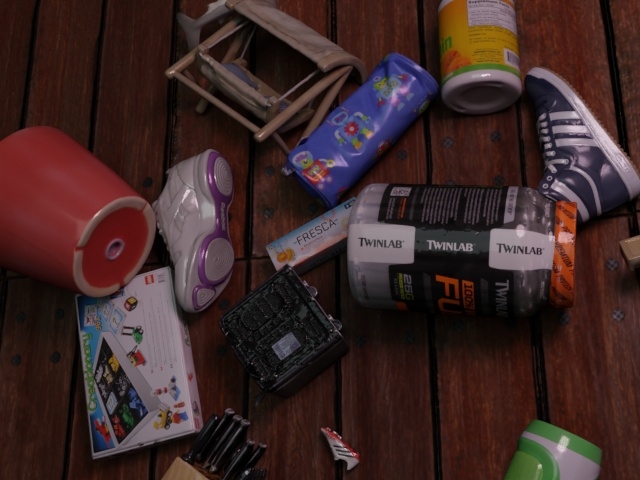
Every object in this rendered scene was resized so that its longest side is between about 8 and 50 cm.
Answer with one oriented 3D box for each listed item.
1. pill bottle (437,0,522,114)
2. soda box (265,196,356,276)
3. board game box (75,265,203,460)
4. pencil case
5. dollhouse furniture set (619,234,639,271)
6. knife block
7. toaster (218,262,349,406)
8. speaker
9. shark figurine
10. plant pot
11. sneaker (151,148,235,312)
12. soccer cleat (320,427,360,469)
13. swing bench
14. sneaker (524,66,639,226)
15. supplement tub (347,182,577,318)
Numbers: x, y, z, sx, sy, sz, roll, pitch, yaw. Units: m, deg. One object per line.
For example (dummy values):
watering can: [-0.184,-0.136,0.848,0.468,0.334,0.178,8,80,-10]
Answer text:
pill bottle: [0.274,-0.357,1.491,0.136,0.136,0.245,-5,70,15]
soda box: [0.000,0.000,1.492,0.183,0.058,0.063,-28,67,5]
board game box: [-0.325,0.216,1.516,0.193,0.053,0.305,-16,68,10]
pencil case: [0.067,-0.196,1.505,0.133,0.119,0.306,43,86,18]
dollhouse furniture set: [0.551,-0.021,1.341,0.182,0.101,0.161,-18,43,10]
knife block: [-0.221,0.409,1.402,0.276,0.088,0.242,-15,68,11]
toaster: [-0.064,0.161,1.428,0.186,0.110,0.168,-38,65,1]
speaker: [0.298,0.416,1.228,0.131,0.131,0.296,23,79,22]
shark figurine: [-0.148,-0.465,1.676,0.278,0.116,0.166,-47,32,-11]
plant pot: [-0.446,-0.034,1.515,0.243,0.275,0.275,27,81,24]
sneaker: [-0.236,-0.011,1.553,0.152,0.114,0.305,-10,65,27]
soccer cleat: [0.027,0.337,1.387,0.083,0.029,0.035,38,81,19]
swing bench: [-0.094,-0.305,1.565,0.253,0.165,0.254,37,84,24]
sneaker: [0.386,-0.151,1.410,0.153,0.099,0.282,-33,69,1]
supplement tub: [0.225,0.015,1.341,0.338,0.207,0.207,2,73,18]
